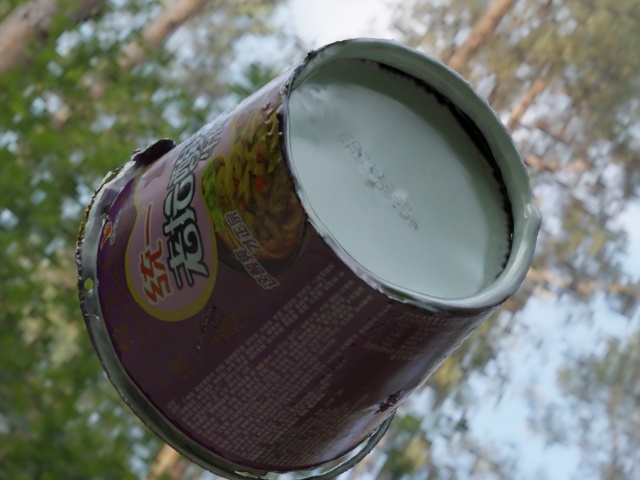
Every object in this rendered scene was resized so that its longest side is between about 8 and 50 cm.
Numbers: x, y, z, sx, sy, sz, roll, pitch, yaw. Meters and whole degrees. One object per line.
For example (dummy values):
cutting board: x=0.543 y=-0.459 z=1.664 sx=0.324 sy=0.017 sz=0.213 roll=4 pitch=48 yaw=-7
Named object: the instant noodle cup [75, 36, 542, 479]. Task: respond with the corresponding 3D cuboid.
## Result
instant noodle cup: x=0.000 y=0.000 z=1.647 sx=0.340 sy=0.340 sz=0.266 roll=41 pitch=-43 yaw=-7
